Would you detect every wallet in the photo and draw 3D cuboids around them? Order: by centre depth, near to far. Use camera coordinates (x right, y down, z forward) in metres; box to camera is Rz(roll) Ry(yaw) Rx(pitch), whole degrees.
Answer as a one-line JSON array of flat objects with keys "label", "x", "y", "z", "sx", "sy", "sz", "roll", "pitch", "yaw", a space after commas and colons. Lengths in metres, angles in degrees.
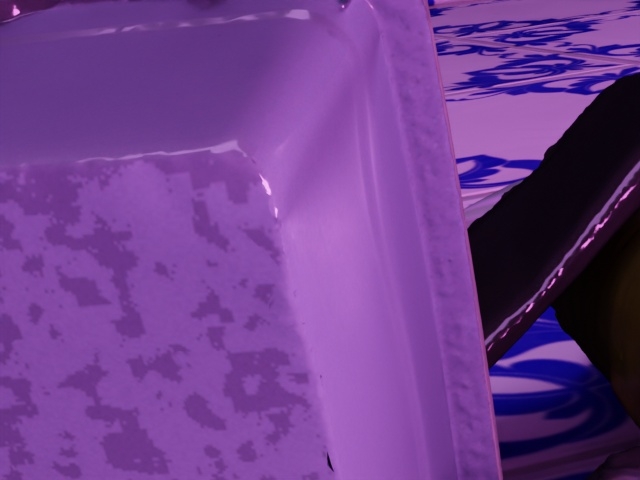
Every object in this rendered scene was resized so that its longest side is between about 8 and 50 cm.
[{"label": "wallet", "x": 0.072, "y": 0.010, "z": 0.624, "sx": 0.244, "sy": 0.025, "sz": 0.124, "roll": -43, "pitch": 8, "yaw": -18}]

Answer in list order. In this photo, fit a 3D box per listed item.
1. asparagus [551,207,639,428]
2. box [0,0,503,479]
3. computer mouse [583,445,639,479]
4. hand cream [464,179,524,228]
[{"label": "asparagus", "x": 0.156, "y": 0.024, "z": 0.637, "sx": 0.128, "sy": 0.108, "sz": 0.382, "roll": -2, "pitch": 10, "yaw": -2}, {"label": "box", "x": -0.042, "y": 0.035, "z": 0.439, "sx": 0.162, "sy": 0.227, "sz": 0.130, "roll": -3, "pitch": 27, "yaw": 15}, {"label": "computer mouse", "x": 0.150, "y": 0.103, "z": 0.353, "sx": 0.217, "sy": 0.073, "sz": 0.122, "roll": 8, "pitch": 21, "yaw": 29}, {"label": "hand cream", "x": 0.156, "y": -0.019, "z": 0.963, "sx": 0.078, "sy": 0.050, "sz": 0.205, "roll": -28, "pitch": 18, "yaw": -34}]
